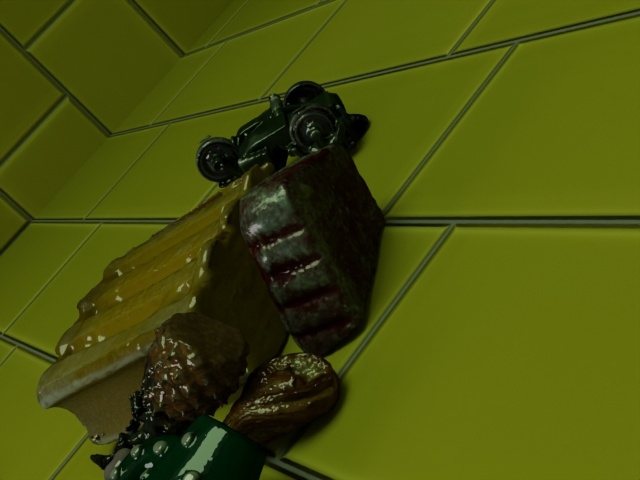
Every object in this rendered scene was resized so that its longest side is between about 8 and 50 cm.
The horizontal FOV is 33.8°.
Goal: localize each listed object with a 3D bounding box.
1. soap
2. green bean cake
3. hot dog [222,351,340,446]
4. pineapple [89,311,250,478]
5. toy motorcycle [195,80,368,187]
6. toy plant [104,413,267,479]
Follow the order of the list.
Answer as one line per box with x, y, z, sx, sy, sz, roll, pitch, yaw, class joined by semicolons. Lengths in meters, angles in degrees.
-0.182;0.087;1.371;0.335;0.156;0.293;-28;29;35;soap
0.000;0.000;1.244;0.097;0.198;0.233;-24;12;24;green bean cake
-0.047;0.170;1.100;0.147;0.065;0.099;-33;15;31;hot dog
-0.168;0.190;1.141;0.237;0.119;0.111;-62;25;23;pineapple
-0.061;-0.143;1.636;0.275;0.127;0.205;-33;24;9;toy motorcycle
-0.141;0.283;0.980;0.232;0.112;0.243;-15;53;38;toy plant
